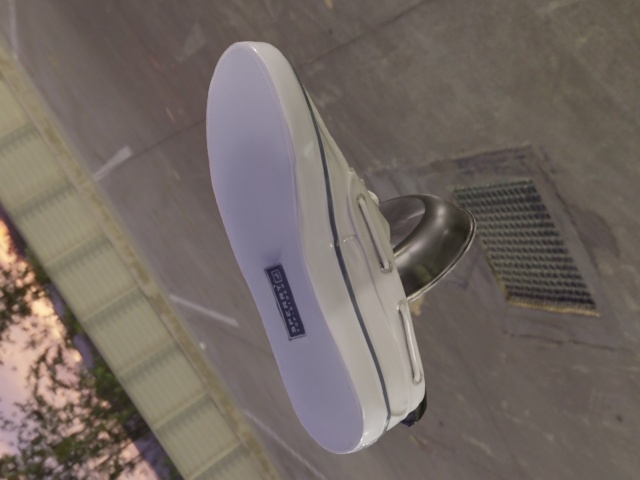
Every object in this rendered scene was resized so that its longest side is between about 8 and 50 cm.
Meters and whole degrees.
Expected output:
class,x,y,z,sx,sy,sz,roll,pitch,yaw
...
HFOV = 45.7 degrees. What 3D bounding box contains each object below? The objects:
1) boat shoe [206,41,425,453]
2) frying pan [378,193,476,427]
class,x,y,z,sx,sy,sz,roll,pitch,yaw
boat shoe,0.000,0.000,0.486,0.095,0.084,0.258,-8,98,49
frying pan,0.034,0.049,0.688,0.197,0.326,0.053,-19,113,32
